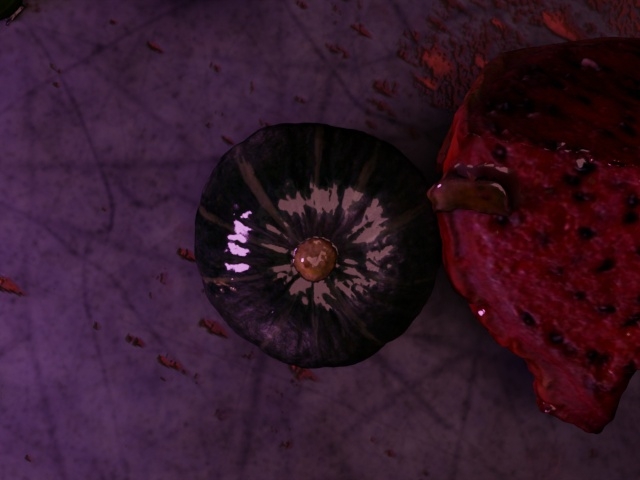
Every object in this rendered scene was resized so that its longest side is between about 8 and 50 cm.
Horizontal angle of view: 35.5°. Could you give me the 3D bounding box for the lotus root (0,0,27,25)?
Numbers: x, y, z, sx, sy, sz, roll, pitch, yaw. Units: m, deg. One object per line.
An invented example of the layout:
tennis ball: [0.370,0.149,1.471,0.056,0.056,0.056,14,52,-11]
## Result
lotus root: [-0.312,-0.263,0.777,0.186,0.186,0.186,0,91,-8]

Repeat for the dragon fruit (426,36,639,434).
dragon fruit: [0.219,0.014,0.808,0.302,0.240,0.330,-9,108,-23]

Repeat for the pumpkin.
pumpkin: [-0.002,0.001,0.837,0.211,0.152,0.212,-1,103,-5]
